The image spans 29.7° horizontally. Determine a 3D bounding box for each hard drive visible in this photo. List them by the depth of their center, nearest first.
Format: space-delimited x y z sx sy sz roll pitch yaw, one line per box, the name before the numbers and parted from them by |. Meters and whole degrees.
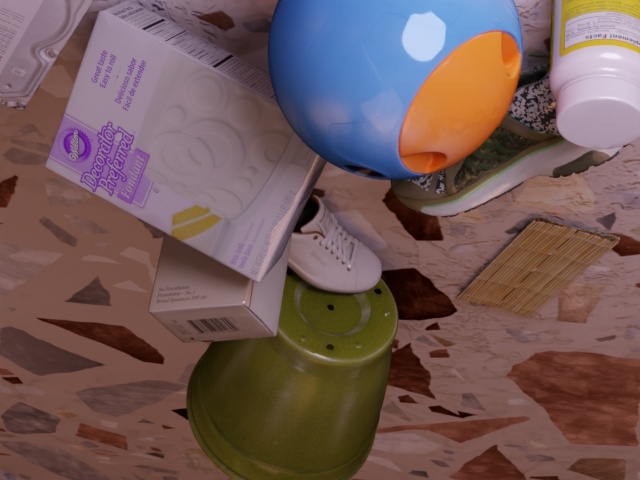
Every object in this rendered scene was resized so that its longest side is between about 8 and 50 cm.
hard drive | -0.415 -0.294 1.454 0.237 0.064 0.339 22 149 -23

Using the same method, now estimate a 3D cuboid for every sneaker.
sneaker | 0.236 -0.166 1.618 0.410 0.158 0.182 -21 109 44
sneaker | 0.000 0.000 1.950 0.290 0.105 0.123 26 149 -27

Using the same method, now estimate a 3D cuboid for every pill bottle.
pill bottle | 0.321 -0.217 1.376 0.119 0.208 0.119 6 151 4

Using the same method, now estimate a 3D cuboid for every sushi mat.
sushi mat | 0.361 0.049 2.037 0.151 0.019 0.316 16 150 -12

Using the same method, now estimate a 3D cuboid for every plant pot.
plant pot | -0.027 0.210 2.134 0.367 0.366 0.353 13 139 -9

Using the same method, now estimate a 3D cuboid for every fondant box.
fondant box | -0.164 -0.128 1.563 0.330 0.096 0.238 29 116 5

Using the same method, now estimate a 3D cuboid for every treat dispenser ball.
treat dispenser ball | 0.083 -0.212 1.364 0.288 0.288 0.288 6 151 3

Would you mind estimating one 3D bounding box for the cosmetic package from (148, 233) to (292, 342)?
cosmetic package | -0.132 -0.015 1.750 0.160 0.309 0.113 -7 149 23
